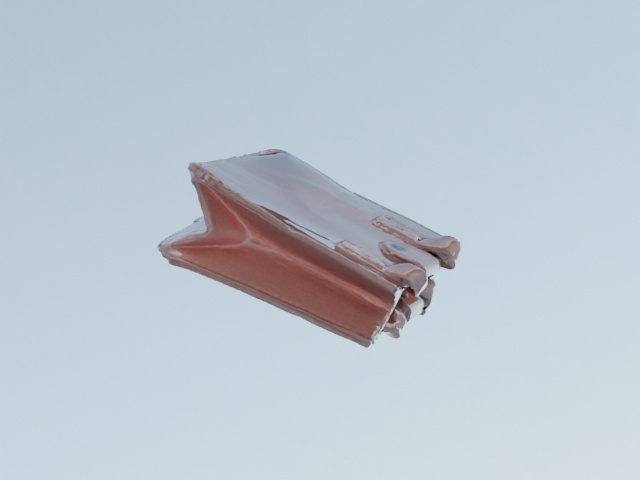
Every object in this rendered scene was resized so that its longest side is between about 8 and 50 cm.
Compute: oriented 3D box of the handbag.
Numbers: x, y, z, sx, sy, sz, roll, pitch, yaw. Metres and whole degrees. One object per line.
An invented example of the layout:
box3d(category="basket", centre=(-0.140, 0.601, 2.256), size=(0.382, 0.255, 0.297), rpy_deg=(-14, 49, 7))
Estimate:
box3d(category="handbag", centre=(0.000, 0.000, 1.167), size=(0.059, 0.157, 0.212), rpy_deg=(-66, -9, 12))
